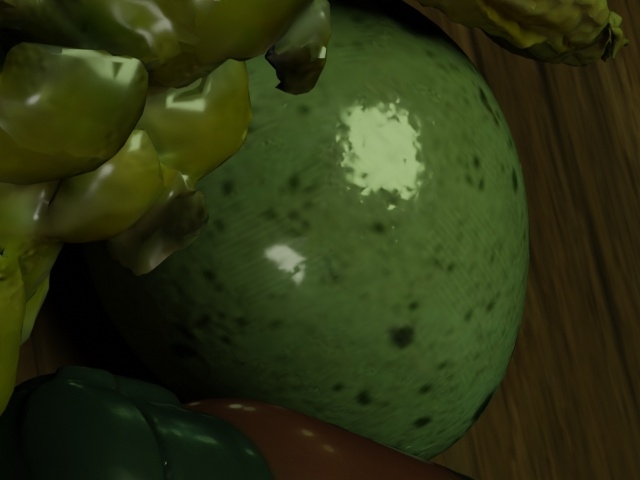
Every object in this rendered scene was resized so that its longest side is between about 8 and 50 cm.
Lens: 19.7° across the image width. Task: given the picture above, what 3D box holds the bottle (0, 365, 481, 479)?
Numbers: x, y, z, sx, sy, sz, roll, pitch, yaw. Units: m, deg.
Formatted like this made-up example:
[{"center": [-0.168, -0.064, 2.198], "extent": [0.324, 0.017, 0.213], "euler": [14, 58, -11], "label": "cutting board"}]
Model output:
[{"center": [0.003, 0.139, 0.666], "extent": [0.336, 0.144, 0.144], "euler": [27, 50, -47], "label": "bottle"}]

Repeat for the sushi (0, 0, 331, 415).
[{"center": [-0.182, -0.104, 0.467], "extent": [0.329, 0.328, 0.285], "euler": [27, 61, -42], "label": "sushi"}]

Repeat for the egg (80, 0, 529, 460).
[{"center": [0.000, 0.000, 0.744], "extent": [0.228, 0.177, 0.177], "euler": [61, 34, -30], "label": "egg"}]

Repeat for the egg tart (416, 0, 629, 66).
[{"center": [0.004, -0.194, 0.763], "extent": [0.345, 0.132, 0.345], "euler": [32, 10, -7], "label": "egg tart"}]
